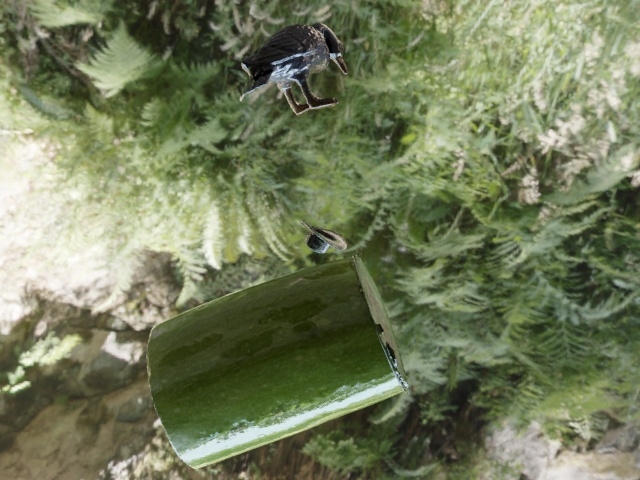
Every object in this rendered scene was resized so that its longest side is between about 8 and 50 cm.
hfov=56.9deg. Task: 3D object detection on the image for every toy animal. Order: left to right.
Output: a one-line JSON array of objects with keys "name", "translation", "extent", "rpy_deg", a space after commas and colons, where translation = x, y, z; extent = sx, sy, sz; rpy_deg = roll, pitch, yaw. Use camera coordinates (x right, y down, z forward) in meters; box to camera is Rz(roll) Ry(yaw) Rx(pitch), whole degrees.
[{"name": "toy animal", "translation": [-0.049, -0.358, 1.225], "extent": [0.298, 0.186, 0.122], "rpy_deg": [-19, -168, -37]}]

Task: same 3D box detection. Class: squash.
[{"name": "squash", "translation": [-0.066, 0.193, 1.002], "extent": [0.384, 0.263, 0.263], "rpy_deg": [-20, -167, 4]}]

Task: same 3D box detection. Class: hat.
[{"name": "hat", "translation": [0.000, 0.000, 1.329], "extent": [0.121, 0.050, 0.121], "rpy_deg": [28, -168, -6]}]
